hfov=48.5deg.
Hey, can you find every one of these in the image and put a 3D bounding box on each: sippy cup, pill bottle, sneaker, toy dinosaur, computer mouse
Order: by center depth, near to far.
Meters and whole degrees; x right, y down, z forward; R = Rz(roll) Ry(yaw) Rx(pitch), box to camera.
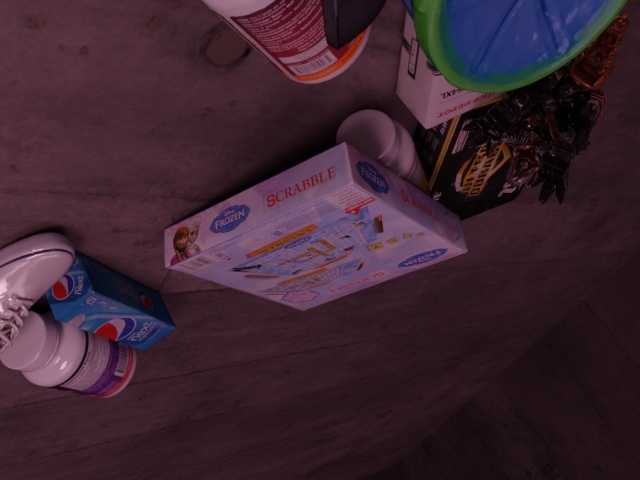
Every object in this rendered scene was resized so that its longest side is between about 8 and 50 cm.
[{"bbox_3d":[0.028,-0.290,0.555,0.060,0.262,0.184,-2,144,3],"label":"computer mouse"},{"bbox_3d":[0.150,-0.299,0.671,0.240,0.224,0.306,-13,142,-23],"label":"sippy cup"},{"bbox_3d":[-0.046,-0.249,0.675,0.121,0.121,0.221,-39,151,12],"label":"pill bottle"},{"bbox_3d":[-0.403,0.093,0.890,0.258,0.091,0.094,-38,152,10],"label":"sneaker"},{"bbox_3d":[-0.363,0.162,1.025,0.108,0.108,0.193,-36,152,6],"label":"pill bottle"},{"bbox_3d":[0.333,-0.187,1.025,0.218,0.164,0.322,-40,142,-32],"label":"toy dinosaur"},{"bbox_3d":[0.091,-0.103,1.055,0.117,0.117,0.215,-34,152,2],"label":"pill bottle"}]

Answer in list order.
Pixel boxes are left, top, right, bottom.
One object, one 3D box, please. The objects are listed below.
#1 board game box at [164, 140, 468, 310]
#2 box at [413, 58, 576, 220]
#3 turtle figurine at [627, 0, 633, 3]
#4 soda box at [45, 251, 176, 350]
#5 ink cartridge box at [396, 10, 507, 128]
[{"bbox_3d":[0.000,0.000,1.031,0.318,0.066,0.318,-22,152,29],"label":"board game box"},{"bbox_3d":[0.271,-0.157,1.199,0.257,0.079,0.322,-22,150,-24],"label":"box"},{"bbox_3d":[0.457,-0.360,0.952,0.217,0.087,0.269,-4,-173,32],"label":"turtle figurine"},{"bbox_3d":[-0.298,0.093,1.020,0.067,0.071,0.210,-36,152,6],"label":"soda box"},{"bbox_3d":[0.189,-0.263,0.932,0.148,0.086,0.203,-25,151,-14],"label":"ink cartridge box"}]
